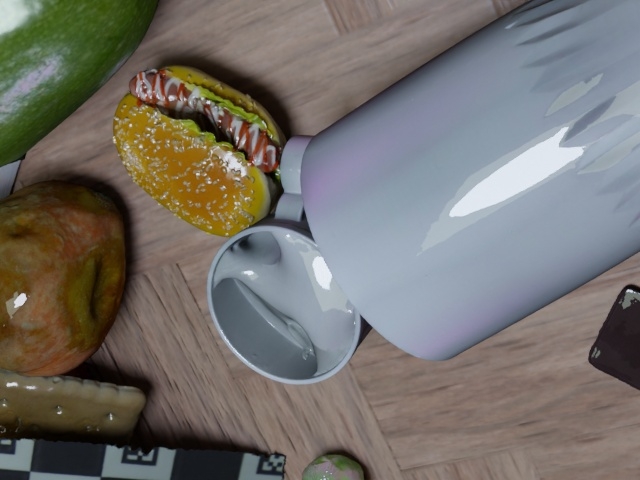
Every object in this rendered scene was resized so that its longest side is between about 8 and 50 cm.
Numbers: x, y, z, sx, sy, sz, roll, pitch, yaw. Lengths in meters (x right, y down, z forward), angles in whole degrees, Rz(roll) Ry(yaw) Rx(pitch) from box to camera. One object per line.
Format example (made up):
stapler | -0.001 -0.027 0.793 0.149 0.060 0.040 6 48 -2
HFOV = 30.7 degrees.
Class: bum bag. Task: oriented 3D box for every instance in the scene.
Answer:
bum bag | 0.358 0.121 1.176 0.159 0.026 0.109 26 122 15

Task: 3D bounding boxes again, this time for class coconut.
coconut | 0.014 0.296 1.397 0.083 0.081 0.082 6 102 34

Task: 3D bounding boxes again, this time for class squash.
squash | -0.315 -0.264 1.188 0.309 0.310 0.310 -28 97 31

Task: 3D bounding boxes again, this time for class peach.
peach | -0.330 0.036 1.379 0.214 0.214 0.235 31 87 11

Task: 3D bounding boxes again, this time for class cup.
cup | 0.012 0.010 1.196 0.167 0.202 0.221 33 122 10
cup | 0.183 -0.073 1.050 0.371 0.253 0.253 -33 95 30

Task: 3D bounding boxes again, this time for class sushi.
sushi | -0.253 0.364 1.505 0.373 0.100 0.296 5 110 -14

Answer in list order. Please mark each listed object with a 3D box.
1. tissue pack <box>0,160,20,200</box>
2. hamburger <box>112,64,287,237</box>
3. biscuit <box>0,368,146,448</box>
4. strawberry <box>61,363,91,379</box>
tissue pack | -0.464 -0.096 1.451 0.148 0.099 0.106 33 125 10
hamburger | -0.132 -0.099 1.273 0.210 0.116 0.173 30 124 12
biscuit | -0.364 0.285 1.512 0.217 0.044 0.325 13 131 -17
strawberry | -0.379 0.156 1.533 0.167 0.087 0.208 3 99 -13
